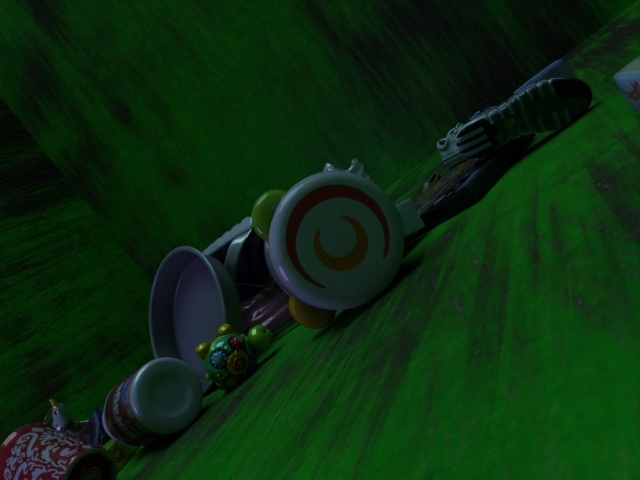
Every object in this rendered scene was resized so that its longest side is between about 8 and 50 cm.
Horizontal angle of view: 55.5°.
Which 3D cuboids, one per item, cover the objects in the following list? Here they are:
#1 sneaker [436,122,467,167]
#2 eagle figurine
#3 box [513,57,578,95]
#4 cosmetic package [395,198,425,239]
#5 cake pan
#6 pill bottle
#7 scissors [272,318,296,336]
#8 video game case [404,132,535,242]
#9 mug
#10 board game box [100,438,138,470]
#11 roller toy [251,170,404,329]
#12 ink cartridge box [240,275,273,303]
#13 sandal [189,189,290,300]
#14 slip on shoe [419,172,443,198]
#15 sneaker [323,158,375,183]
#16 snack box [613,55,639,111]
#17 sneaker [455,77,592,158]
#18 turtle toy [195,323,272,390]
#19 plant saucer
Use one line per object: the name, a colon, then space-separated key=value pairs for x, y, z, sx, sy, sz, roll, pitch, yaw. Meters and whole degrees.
sneaker: x=0.388 y=-0.271 z=1.636 sx=0.094 sy=0.091 sz=0.258 roll=-39 pitch=3 yaw=-24
eagle figurine: x=-0.564 y=0.458 z=1.429 sx=0.298 sy=0.225 sz=0.226 roll=-8 pitch=55 yaw=13
box: x=0.547 y=-0.373 z=1.485 sx=0.126 sy=0.072 sz=0.137 roll=-37 pitch=2 yaw=16
cosmetic package: x=0.072 y=0.015 z=1.082 sx=0.099 sy=0.060 sz=0.239 roll=-27 pitch=-7 yaw=-37
cake pan: x=-0.247 y=0.157 z=1.195 sx=0.054 sy=0.293 sz=0.293 roll=1 pitch=-27 yaw=-42
pill bottle: x=-0.295 y=0.282 z=1.034 sx=0.121 sy=0.121 sz=0.216 roll=-41 pitch=3 yaw=-43
scissors: x=0.003 y=0.113 z=1.091 sx=0.297 sy=0.021 sz=0.109 roll=-37 pitch=3 yaw=44
video game case: x=0.249 y=-0.094 z=1.129 sx=0.275 sy=0.035 sz=0.248 roll=-42 pitch=5 yaw=-41
mug: x=-0.390 y=0.361 z=0.925 sx=0.169 sy=0.150 sz=0.113 roll=-3 pitch=24 yaw=36
board game box: x=-0.394 y=0.406 z=1.067 sx=0.092 sy=0.043 sz=0.181 roll=-37 pitch=3 yaw=10
roller toy: x=0.016 y=0.006 z=0.882 sx=0.191 sy=0.209 sz=0.146 roll=-25 pitch=0 yaw=-11
ink cartridge box: x=-0.186 y=0.139 z=1.551 sx=0.261 sy=0.066 sz=0.296 roll=-37 pitch=-19 yaw=11
sandal: x=-0.135 y=0.044 z=1.240 sx=0.416 sy=0.169 sz=0.102 roll=-44 pitch=42 yaw=29
slip on shoe: x=0.244 y=-0.111 z=1.376 sx=0.135 sy=0.041 sz=0.051 roll=-40 pitch=4 yaw=-38
sneaker: x=0.023 y=-0.144 z=1.617 sx=0.232 sy=0.115 sz=0.090 roll=-25 pitch=0 yaw=6
snack box: x=0.459 y=-0.242 z=0.581 sx=0.322 sy=0.060 sz=0.187 roll=-37 pitch=3 yaw=19
sneaker: x=0.340 y=-0.224 z=1.057 sx=0.228 sy=0.086 sz=0.132 roll=-20 pitch=16 yaw=15
turtle toy: x=-0.137 y=0.188 z=1.008 sx=0.130 sy=0.095 sz=0.066 roll=-40 pitch=25 yaw=-28
plant saucer: x=-0.150 y=0.174 z=1.340 sx=0.332 sy=0.084 sz=0.332 roll=-37 pitch=3 yaw=3
